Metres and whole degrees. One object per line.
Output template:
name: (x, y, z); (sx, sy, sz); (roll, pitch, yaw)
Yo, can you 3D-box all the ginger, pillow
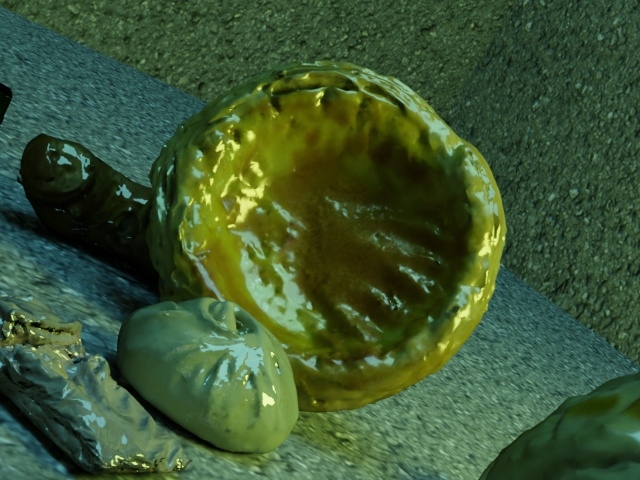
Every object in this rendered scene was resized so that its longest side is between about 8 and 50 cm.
ginger: (-0.204, -0.014, 1.526); (0.309, 0.107, 0.133); (32, -6, -18)
pillow: (-0.207, 0.101, 1.065); (0.248, 0.049, 0.135); (40, 8, 29)

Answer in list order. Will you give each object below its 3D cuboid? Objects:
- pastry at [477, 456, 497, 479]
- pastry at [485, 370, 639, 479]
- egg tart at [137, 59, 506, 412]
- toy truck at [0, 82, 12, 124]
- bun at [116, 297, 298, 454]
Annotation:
pastry: (0.239, 0.287, 1.378); (0.182, 0.093, 0.192); (34, 10, 34)
pastry: (0.265, 0.263, 0.866); (0.388, 0.312, 0.388); (9, 47, -10)
egg tart: (0.000, 0.000, 1.435); (0.388, 0.388, 0.169); (32, -18, 8)
toy truck: (-0.472, -0.179, 1.478); (0.259, 0.121, 0.088); (28, 9, -19)
bun: (-0.092, 0.109, 1.226); (0.183, 0.102, 0.183); (32, 6, -4)
